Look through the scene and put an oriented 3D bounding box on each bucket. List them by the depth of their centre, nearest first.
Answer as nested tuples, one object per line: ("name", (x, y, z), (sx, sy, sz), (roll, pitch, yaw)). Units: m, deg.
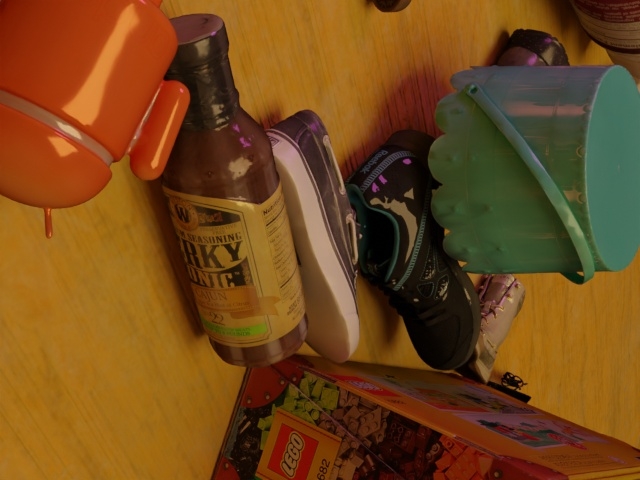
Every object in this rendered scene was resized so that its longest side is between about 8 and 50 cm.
("bucket", (0.272, -0.082, 1.071), (0.281, 0.183, 0.281), (-2, 93, -53))

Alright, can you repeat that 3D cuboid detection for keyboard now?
("keyboard", (0.321, 0.275, 1.589), (0.100, 0.038, 0.192), (-50, 146, 9))

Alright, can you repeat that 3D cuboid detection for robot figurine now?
("robot figurine", (-0.189, -0.118, 0.650), (0.158, 0.128, 0.219), (39, 72, -55))

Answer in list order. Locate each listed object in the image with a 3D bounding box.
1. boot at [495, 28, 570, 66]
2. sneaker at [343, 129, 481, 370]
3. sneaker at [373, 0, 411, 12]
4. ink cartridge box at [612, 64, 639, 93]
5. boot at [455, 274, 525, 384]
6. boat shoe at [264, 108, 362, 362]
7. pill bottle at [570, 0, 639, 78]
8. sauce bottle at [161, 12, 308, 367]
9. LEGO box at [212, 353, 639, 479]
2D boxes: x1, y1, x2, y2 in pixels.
("boot", (0.310, -0.131, 1.337), (0.338, 0.118, 0.222), (44, 72, -40))
("sneaker", (0.106, 0.036, 1.126), (0.140, 0.125, 0.340), (-37, 121, -35))
("sneaker", (0.107, -0.352, 0.989), (0.086, 0.064, 0.192), (-15, 113, -44))
("ink cartridge box", (0.509, -0.206, 1.570), (0.203, 0.086, 0.148), (-35, 131, -41))
("boot", (0.251, 0.113, 1.376), (0.165, 0.077, 0.213), (-58, 147, -17))
("boat shoe", (0.000, 0.000, 0.978), (0.102, 0.108, 0.301), (-41, 127, -33))
("pill bottle", (0.472, -0.413, 1.314), (0.392, 0.224, 0.224), (35, 77, -53))
("sauce bottle", (-0.090, -0.038, 0.834), (0.111, 0.111, 0.344), (-40, 132, -36))
("LEGO box", (0.175, 0.300, 1.104), (0.500, 0.372, 0.193), (17, 91, -54))
